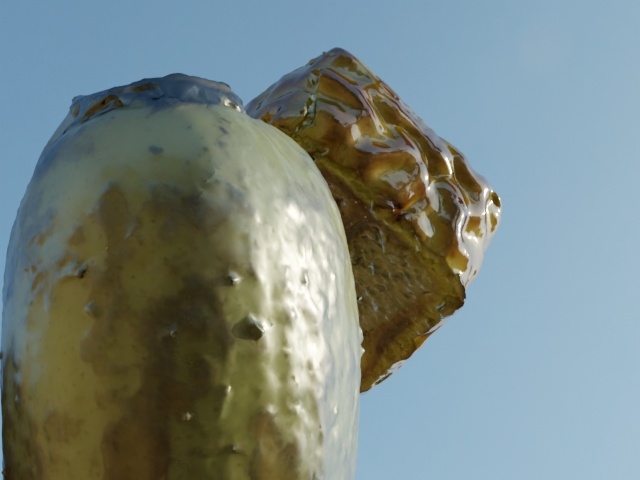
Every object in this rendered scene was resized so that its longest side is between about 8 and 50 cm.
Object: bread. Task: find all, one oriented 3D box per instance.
[{"bbox_3d":[0.000,0.000,0.764,0.181,0.096,0.222,38,-42,-9],"label":"bread"}]

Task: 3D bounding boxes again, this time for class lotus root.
[{"bbox_3d":[-0.060,0.081,0.550,0.173,0.173,0.309,-1,-91,-6],"label":"lotus root"}]
